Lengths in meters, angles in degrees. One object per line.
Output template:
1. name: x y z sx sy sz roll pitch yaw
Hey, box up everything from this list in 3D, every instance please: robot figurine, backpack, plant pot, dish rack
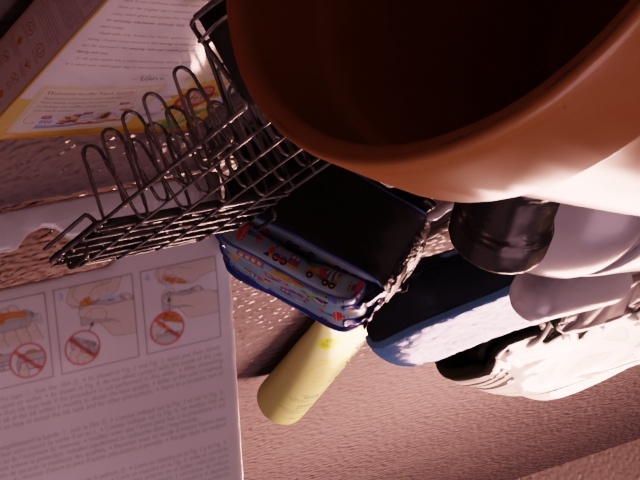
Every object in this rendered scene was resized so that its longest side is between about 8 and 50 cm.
1. robot figurine: 0.231 -0.076 1.270 0.354 0.200 0.299 -5 117 -41
2. backpack: 0.000 0.000 1.304 0.117 0.158 0.173 -60 173 -13
3. plant pot: 0.128 -0.137 0.768 0.291 0.290 0.203 -33 140 33
4. dish rack: -0.051 -0.067 1.060 0.208 0.074 0.271 -10 162 -48

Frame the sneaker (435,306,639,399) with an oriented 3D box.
1. sneaker: 0.316 0.074 1.838 0.447 0.169 0.257 -30 161 34

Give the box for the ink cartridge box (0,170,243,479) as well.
1. ink cartridge box: -0.221 0.142 1.342 0.308 0.384 0.091 -12 -158 -24

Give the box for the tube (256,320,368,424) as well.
1. tube: -0.002 0.128 1.834 0.070 0.062 0.240 -59 -176 -40

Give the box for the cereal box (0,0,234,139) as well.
1. cereal box: -0.082 -0.140 0.991 0.173 0.047 0.240 -5 156 -45

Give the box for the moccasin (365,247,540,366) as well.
1. moccasin: 0.194 0.012 1.631 0.342 0.116 0.137 -18 150 8

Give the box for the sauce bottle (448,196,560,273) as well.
1. sauce bottle: 0.149 -0.124 1.020 0.111 0.111 0.344 -12 140 -26

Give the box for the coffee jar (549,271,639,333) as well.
1. coffee jar: 0.207 -0.013 1.455 0.096 0.184 0.079 -14 143 -20
